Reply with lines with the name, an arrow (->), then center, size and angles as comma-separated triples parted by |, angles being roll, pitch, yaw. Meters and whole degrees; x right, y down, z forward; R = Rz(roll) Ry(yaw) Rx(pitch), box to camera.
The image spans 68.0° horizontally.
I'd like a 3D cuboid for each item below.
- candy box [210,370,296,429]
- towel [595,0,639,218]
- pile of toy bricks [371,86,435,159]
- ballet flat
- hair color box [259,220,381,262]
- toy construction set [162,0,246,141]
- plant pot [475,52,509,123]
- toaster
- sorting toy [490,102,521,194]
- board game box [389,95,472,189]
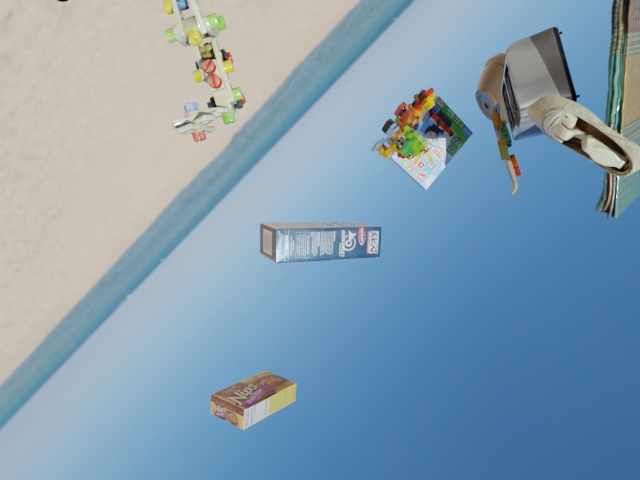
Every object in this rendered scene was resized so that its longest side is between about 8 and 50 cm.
candy box -> -0.156, 0.374, 1.131 | 0.109, 0.053, 0.186 | 10, -171, 35
towel -> 0.583, -0.252, 0.883 | 0.271, 0.371, 0.040 | -22, -157, -40
pile of toy bricks -> 0.203, -0.233, 1.077 | 0.118, 0.105, 0.212 | -39, 172, -28
ballet flat -> 0.354, -0.143, 0.642 | 0.052, 0.168, 0.057 | -35, 153, -39
hair color box -> 0.000, 0.000, 1.483 | 0.174, 0.346, 0.105 | -160, -111, -65
toy construction set -> -0.263, -0.389, 1.090 | 0.150, 0.328, 0.215 | -2, -175, 2
plant pot -> 0.564, -0.451, 1.482 | 0.109, 0.237, 0.237 | -33, -168, 2
toaster -> 0.441, -0.302, 0.968 | 0.110, 0.186, 0.168 | -12, 170, 16
sorting toy -> 0.477, -0.232, 1.210 | 0.041, 0.229, 0.307 | -13, 180, 22
board game box -> 0.313, -0.276, 1.357 | 0.212, 0.160, 0.039 | -51, -154, 6
